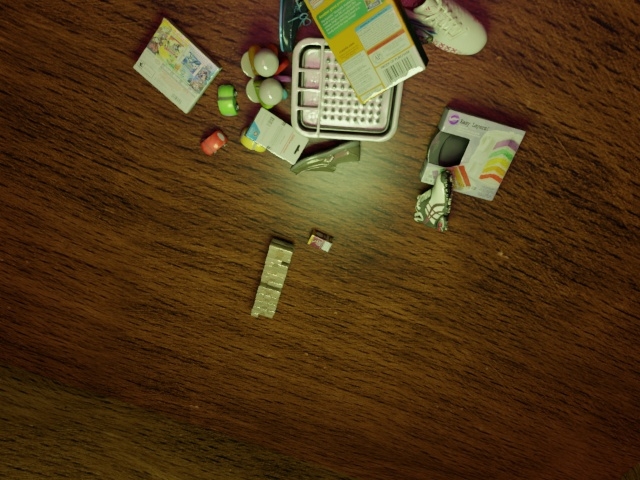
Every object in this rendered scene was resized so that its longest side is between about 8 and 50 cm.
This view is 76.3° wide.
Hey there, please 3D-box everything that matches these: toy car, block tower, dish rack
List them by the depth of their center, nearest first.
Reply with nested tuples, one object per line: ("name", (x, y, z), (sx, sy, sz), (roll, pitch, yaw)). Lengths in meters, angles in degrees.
("toy car", (-0.150, -0.497, 1.229), (0.136, 0.159, 0.182), (-22, 120, -25))
("dish rack", (0.080, -0.459, 1.254), (0.332, 0.072, 0.286), (5, 117, 2))
("toy car", (-0.298, -0.389, 1.331), (0.238, 0.053, 0.225), (-2, 118, 5))
("block tower", (-0.185, 0.151, 1.583), (0.097, 0.091, 0.336), (18, 118, -4))

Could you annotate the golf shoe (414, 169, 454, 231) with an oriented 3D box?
("golf shoe", (0.372, -0.125, 1.341), (0.120, 0.105, 0.273), (12, 149, 17))

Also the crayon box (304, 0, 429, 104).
("crayon box", (0.123, -0.562, 1.083), (0.203, 0.083, 0.323), (-20, 116, 34))

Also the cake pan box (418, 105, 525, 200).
("cake pan box", (0.478, -0.279, 1.318), (0.266, 0.070, 0.246), (16, 116, -3))

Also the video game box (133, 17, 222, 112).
("video game box", (-0.444, -0.540, 1.269), (0.205, 0.048, 0.187), (41, 115, -16))

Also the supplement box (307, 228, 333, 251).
("supplement box", (0.000, 0.000, 1.509), (0.083, 0.055, 0.043), (24, 117, -9))

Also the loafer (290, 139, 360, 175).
("loafer", (0.020, -0.260, 1.349), (0.251, 0.094, 0.088), (-17, 111, 13))

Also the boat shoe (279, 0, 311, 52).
("boat shoe", (-0.066, -0.665, 1.140), (0.088, 0.109, 0.259), (7, 120, -3))

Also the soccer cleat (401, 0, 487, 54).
("soccer cleat", (0.317, -0.610, 1.114), (0.331, 0.143, 0.116), (27, 118, -9))

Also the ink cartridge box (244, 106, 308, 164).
("ink cartridge box", (-0.142, -0.334, 1.316), (0.180, 0.060, 0.104), (30, 94, -22))

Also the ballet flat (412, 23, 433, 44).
("ballet flat", (0.227, -0.583, 1.146), (0.188, 0.070, 0.070), (41, 119, 23))
